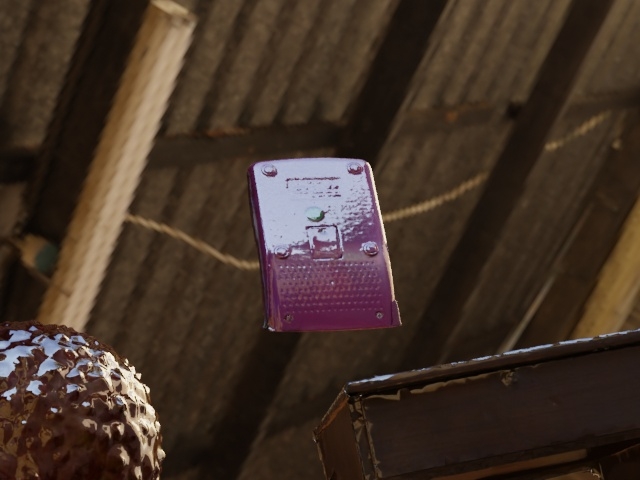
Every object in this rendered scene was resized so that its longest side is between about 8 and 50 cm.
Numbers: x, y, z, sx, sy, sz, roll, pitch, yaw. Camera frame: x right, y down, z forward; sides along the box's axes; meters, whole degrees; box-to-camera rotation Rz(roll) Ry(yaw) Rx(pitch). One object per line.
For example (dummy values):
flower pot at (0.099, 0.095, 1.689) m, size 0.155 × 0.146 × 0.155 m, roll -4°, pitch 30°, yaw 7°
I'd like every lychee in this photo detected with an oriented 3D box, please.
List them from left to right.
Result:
lychee at (-0.257, 0.194, 1.224) m, size 0.260 × 0.261 × 0.260 m, roll -40°, pitch -31°, yaw -30°

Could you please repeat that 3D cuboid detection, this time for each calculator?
calculator at (0.000, 0.000, 1.312) m, size 0.127 × 0.190 × 0.034 m, roll -3°, pitch -31°, yaw -10°

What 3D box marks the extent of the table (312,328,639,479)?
table at (0.152, 0.238, 1.072) m, size 0.251 × 0.282 × 0.196 m, roll -9°, pitch -15°, yaw -11°
